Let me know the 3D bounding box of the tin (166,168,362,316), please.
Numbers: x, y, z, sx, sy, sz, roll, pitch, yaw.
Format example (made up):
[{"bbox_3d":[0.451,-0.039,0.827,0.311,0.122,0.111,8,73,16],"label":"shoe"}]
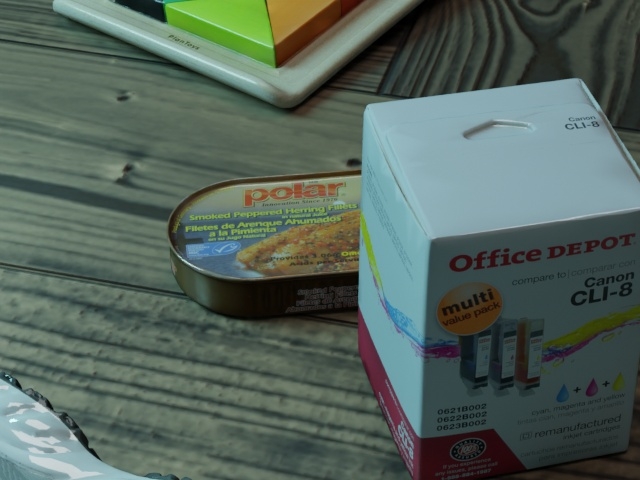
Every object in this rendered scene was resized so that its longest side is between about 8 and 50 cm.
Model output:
[{"bbox_3d":[0.000,0.000,1.205,0.189,0.040,0.106,-4,41,-5],"label":"tin"}]

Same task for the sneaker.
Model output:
[{"bbox_3d":[-0.111,0.162,0.956,0.271,0.100,0.108,22,57,32],"label":"sneaker"}]

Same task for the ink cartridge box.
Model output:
[{"bbox_3d":[0.097,0.021,1.059,0.128,0.176,0.127,-9,38,-11],"label":"ink cartridge box"}]

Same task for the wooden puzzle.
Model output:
[{"bbox_3d":[-0.045,-0.195,1.454,0.221,0.044,0.238,24,43,29],"label":"wooden puzzle"}]
